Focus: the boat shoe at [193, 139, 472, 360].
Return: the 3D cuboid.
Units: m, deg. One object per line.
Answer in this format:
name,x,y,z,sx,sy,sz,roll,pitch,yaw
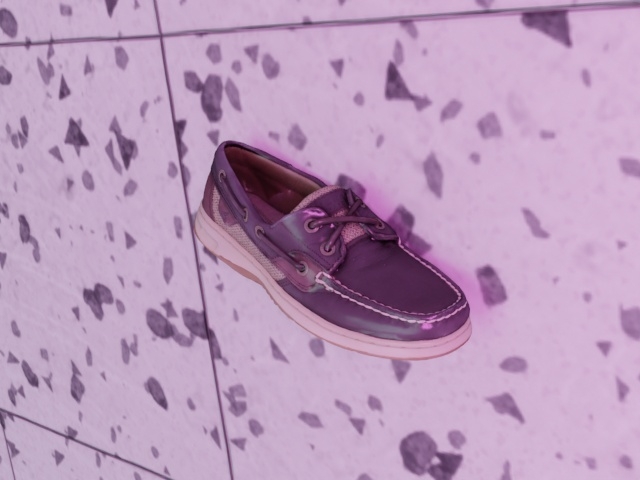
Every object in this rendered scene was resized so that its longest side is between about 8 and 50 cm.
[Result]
boat shoe,0.000,0.000,0.804,0.285,0.103,0.092,31,131,40
